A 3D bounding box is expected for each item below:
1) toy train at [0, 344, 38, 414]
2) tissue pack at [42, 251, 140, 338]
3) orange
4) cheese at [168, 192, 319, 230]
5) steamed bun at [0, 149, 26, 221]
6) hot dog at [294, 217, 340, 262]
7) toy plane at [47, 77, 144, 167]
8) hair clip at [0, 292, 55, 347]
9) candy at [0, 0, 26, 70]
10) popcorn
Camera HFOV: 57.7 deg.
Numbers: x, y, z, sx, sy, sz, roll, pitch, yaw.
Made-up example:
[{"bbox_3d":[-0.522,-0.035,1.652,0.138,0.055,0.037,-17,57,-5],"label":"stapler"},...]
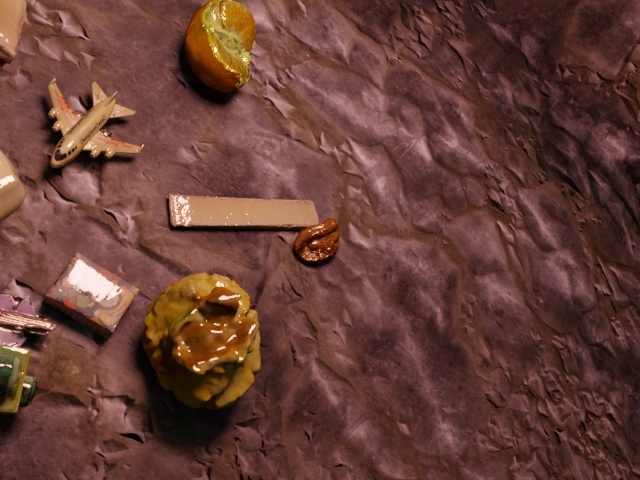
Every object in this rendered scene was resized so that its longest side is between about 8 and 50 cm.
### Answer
[{"bbox_3d":[-0.628,0.199,0.894,0.369,0.237,0.150,15,61,-28],"label":"toy train"},{"bbox_3d":[-0.454,0.109,1.157,0.148,0.060,0.109,36,54,-17],"label":"tissue pack"},{"bbox_3d":[-0.260,-0.490,1.469,0.179,0.158,0.237,39,49,-62],"label":"orange"},{"bbox_3d":[-0.177,-0.067,1.431,0.400,0.034,0.085,1,69,-32],"label":"cheese"},{"bbox_3d":[-0.678,-0.106,1.044,0.250,0.155,0.200,41,50,-4],"label":"steamed bun"},{"bbox_3d":[-0.002,-0.002,1.494,0.147,0.065,0.099,-24,120,-40],"label":"hot dog"},{"bbox_3d":[-0.507,-0.237,1.252,0.229,0.092,0.244,37,55,-17],"label":"toy plane"},{"bbox_3d":[-0.626,0.122,1.034,0.292,0.084,0.106,22,55,-30],"label":"hair clip"},{"bbox_3d":[-0.734,-0.478,1.100,0.320,0.135,0.179,39,35,-47],"label":"candy"},{"bbox_3d":[-0.227,0.196,1.165,0.224,0.270,0.258,-3,28,-38],"label":"popcorn"}]
